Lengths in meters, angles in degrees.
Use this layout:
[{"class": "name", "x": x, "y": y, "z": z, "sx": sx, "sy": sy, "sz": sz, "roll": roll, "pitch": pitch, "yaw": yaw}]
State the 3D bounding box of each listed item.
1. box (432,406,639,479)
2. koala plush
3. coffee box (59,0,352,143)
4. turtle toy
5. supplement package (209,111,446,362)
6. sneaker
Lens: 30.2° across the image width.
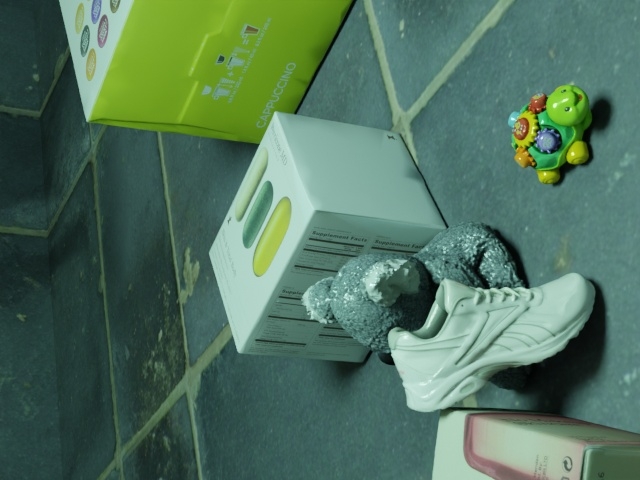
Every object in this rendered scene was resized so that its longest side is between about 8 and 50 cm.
[{"class": "box", "x": 0.233, "y": 0.242, "z": 1.162, "sx": 0.232, "sy": 0.148, "sz": 0.127, "roll": 3, "pitch": 87, "yaw": 62}, {"class": "koala plush", "x": 0.104, "y": 0.069, "z": 1.362, "sx": 0.196, "sy": 0.221, "sz": 0.203, "roll": -19, "pitch": 68, "yaw": 60}, {"class": "coffee box", "x": -0.191, "y": -0.394, "z": 1.890, "sx": 0.338, "sy": 0.338, "sz": 0.334, "roll": -59, "pitch": 37, "yaw": 38}, {"class": "turtle toy", "x": 0.251, "y": -0.125, "z": 1.292, "sx": 0.130, "sy": 0.066, "sz": 0.095, "roll": -41, "pitch": 50, "yaw": 52}, {"class": "supplement package", "x": 0.000, "y": 0.000, "z": 1.596, "sx": 0.263, "sy": 0.198, "sz": 0.199, "roll": -61, "pitch": 35, "yaw": 35}, {"class": "sneaker", "x": 0.175, "y": 0.081, "z": 1.230, "sx": 0.115, "sy": 0.232, "sz": 0.090, "roll": 63, "pitch": 172, "yaw": -11}]
